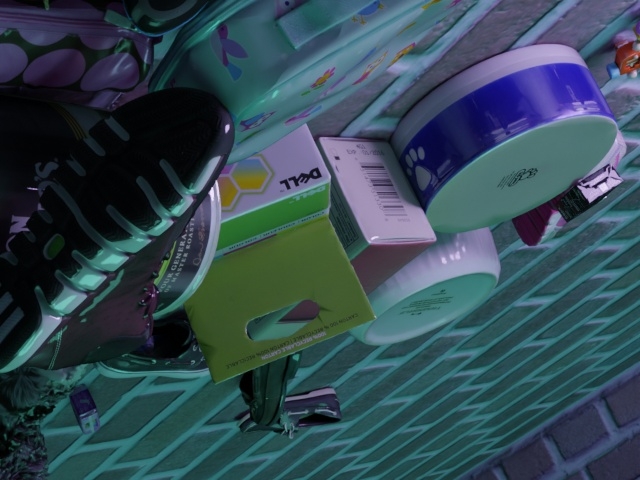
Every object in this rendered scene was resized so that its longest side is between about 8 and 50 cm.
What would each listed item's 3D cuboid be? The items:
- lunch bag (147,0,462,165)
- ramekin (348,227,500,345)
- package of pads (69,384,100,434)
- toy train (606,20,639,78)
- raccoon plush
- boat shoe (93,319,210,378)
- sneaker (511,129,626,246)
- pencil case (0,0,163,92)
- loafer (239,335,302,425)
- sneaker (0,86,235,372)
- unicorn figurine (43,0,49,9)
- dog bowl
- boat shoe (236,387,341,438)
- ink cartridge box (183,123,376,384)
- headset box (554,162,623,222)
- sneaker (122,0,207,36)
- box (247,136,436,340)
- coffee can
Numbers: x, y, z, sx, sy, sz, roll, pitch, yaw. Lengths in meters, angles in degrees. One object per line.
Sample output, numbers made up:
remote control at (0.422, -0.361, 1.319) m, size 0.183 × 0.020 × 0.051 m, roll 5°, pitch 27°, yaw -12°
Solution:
lunch bag at (-0.002, -0.182, 1.116) m, size 0.279 × 0.108 × 0.224 m, roll -34°, pitch 177°, yaw -22°
ramekin at (0.130, 0.044, 1.873) m, size 0.273 × 0.127 × 0.273 m, roll -21°, pitch 158°, yaw -9°
package of pads at (-0.347, 0.249, 1.952) m, size 0.032 × 0.050 × 0.083 m, roll -24°, pitch 160°, yaw -15°
toy train at (0.418, -0.258, 1.590) m, size 0.166 × 0.046 × 0.125 m, roll -23°, pitch 160°, yaw 6°
raccoon plush at (-0.393, 0.304, 1.850) m, size 0.446 × 0.216 × 0.299 m, roll -33°, pitch 165°, yaw 21°
boat shoe at (-0.202, 0.140, 1.828) m, size 0.229 × 0.080 × 0.076 m, roll 1°, pitch 149°, yaw -34°
sneaker at (0.351, -0.076, 1.862) m, size 0.111 × 0.103 × 0.252 m, roll -12°, pitch 156°, yaw -26°
pencil case at (-0.232, -0.163, 1.052) m, size 0.209 × 0.095 × 0.098 m, roll -7°, pitch -172°, yaw -41°
loafer at (-0.093, 0.211, 2.111) m, size 0.084 × 0.096 × 0.267 m, roll 3°, pitch 144°, yaw -13°
sneaker at (-0.154, 0.001, 1.073) m, size 0.281 × 0.106 × 0.162 m, roll -43°, pitch 153°, yaw 10°
unicorn figurine at (-0.202, -0.252, 0.931) m, size 0.111 × 0.060 × 0.162 m, roll -26°, pitch 144°, yaw 19°
dog bowl at (0.224, -0.119, 1.621) m, size 0.265 × 0.104 × 0.265 m, roll -21°, pitch 159°, yaw -8°
boat shoe at (-0.053, 0.326, 2.428) m, size 0.206 × 0.065 × 0.075 m, roll -12°, pitch 156°, yaw -28°
ink cartridge box at (-0.072, -0.013, 1.345) m, size 0.189 × 0.255 × 0.097 m, roll -21°, pitch 159°, yaw -9°
headset box at (0.347, -0.060, 1.728) m, size 0.062 × 0.032 × 0.083 m, roll -31°, pitch 171°, yaw -21°
sneaker at (-0.073, -0.227, 0.961) m, size 0.188 × 0.067 × 0.078 m, roll -43°, pitch -171°, yaw -2°
box at (0.000, 0.000, 1.601) m, size 0.127 × 0.148 × 0.232 m, roll -2°, pitch 151°, yaw -46°
coffee can at (-0.255, -0.029, 1.189) m, size 0.201 × 0.201 × 0.275 m, roll -38°, pitch 156°, yaw 31°
